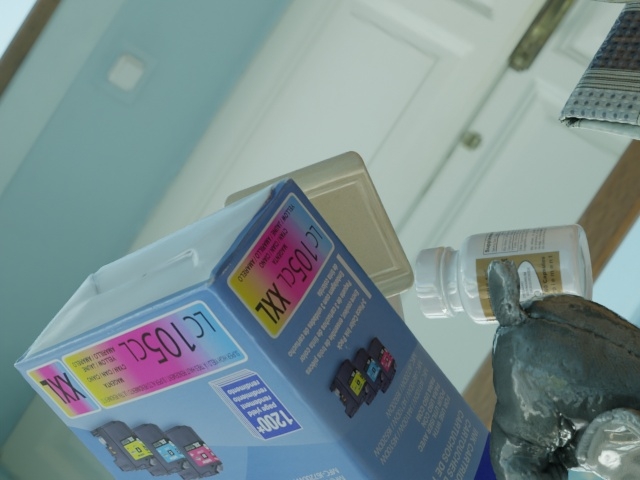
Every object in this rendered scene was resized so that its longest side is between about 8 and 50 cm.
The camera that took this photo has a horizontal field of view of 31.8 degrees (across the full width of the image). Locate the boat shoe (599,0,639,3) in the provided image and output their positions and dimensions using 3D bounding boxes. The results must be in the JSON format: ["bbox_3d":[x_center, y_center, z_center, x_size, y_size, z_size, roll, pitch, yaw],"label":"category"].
[{"bbox_3d":[0.099,-0.245,0.723,0.285,0.089,0.104,33,179,19],"label":"boat shoe"}]

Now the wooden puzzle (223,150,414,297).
[{"bbox_3d":[0.000,0.000,1.679,0.044,0.221,0.238,-84,-28,-62],"label":"wooden puzzle"}]

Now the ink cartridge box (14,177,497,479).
[{"bbox_3d":[-0.024,0.173,0.946,0.270,0.151,0.395,-23,114,41],"label":"ink cartridge box"}]

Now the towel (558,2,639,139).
[{"bbox_3d":[0.551,-0.259,1.615,0.324,0.312,0.056,13,149,40],"label":"towel"}]

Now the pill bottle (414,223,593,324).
[{"bbox_3d":[0.256,0.051,1.570,0.229,0.131,0.131,-6,167,22],"label":"pill bottle"}]

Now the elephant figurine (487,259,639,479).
[{"bbox_3d":[0.249,0.122,0.794,0.239,0.169,0.186,7,174,41],"label":"elephant figurine"}]

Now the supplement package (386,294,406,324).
[{"bbox_3d":[0.026,0.166,1.875,0.203,0.149,0.194,13,-120,-43],"label":"supplement package"}]
